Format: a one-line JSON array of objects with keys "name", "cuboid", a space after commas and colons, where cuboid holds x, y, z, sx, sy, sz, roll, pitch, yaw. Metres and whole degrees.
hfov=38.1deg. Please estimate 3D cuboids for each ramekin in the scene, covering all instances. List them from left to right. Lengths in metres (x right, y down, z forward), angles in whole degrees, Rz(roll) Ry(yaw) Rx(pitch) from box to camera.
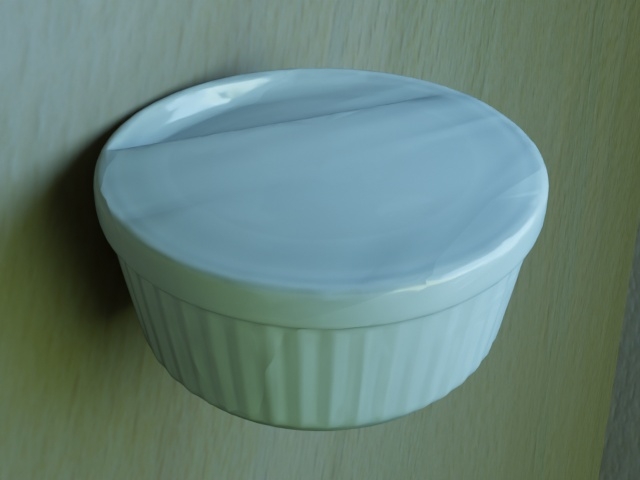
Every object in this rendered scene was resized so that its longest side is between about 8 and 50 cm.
[{"name": "ramekin", "cuboid": [0.000, 0.000, 0.584, 0.273, 0.272, 0.127, -42, 143, -45]}]
